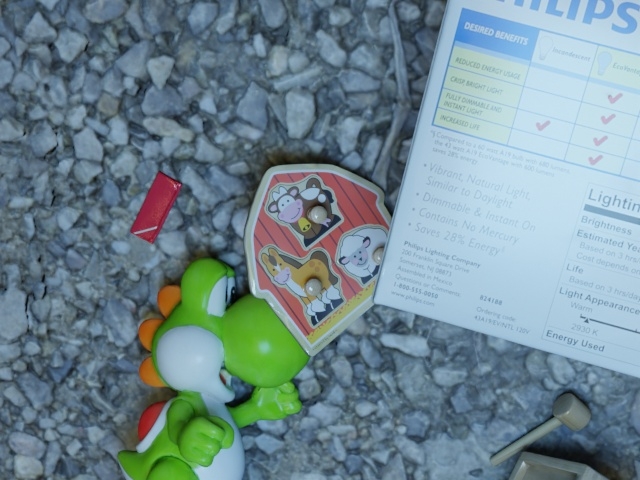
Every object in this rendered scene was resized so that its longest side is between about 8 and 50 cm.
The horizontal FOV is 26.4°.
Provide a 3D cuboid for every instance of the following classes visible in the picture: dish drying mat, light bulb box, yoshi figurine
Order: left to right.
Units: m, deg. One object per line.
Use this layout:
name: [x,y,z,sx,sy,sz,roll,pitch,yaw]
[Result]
dish drying mat: [-0.192,-0.038,1.589,0.032,0.008,0.083,29,109,2]
yoshi figurine: [-0.099,0.203,1.537,0.203,0.203,0.362,7,86,-25]
light bulb box: [0.274,-0.084,1.359,0.357,0.225,0.361,16,108,6]

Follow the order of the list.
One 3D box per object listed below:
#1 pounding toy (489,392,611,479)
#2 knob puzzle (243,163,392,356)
pounding toy: [0.269,0.283,1.535,0.094,0.181,0.206,35,75,-21]
knob puzzle: [0.000,0.000,1.497,0.213,0.030,0.213,0,89,-22]
